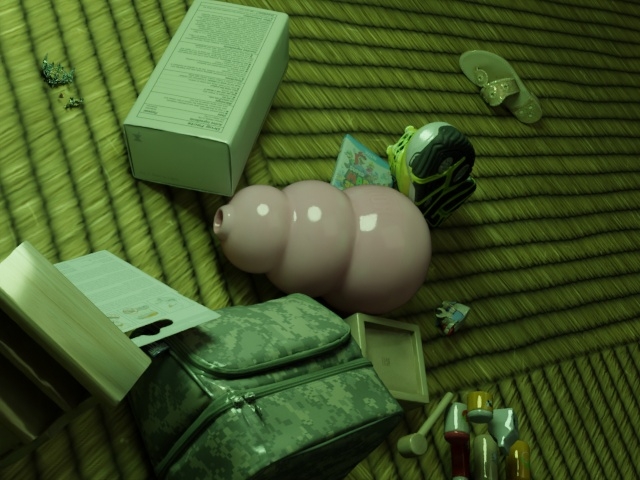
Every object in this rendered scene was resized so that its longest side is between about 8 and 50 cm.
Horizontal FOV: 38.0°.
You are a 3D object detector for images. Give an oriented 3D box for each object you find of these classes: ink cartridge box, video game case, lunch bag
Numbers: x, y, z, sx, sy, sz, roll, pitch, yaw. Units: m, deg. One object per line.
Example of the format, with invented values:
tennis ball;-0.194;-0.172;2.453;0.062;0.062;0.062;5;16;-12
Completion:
ink cartridge box;-0.266;0.092;1.104;0.232;0.066;0.189;28;31;34
video game case;0.073;-0.096;1.637;0.119;0.015;0.166;34;48;-21
lunch bag;-0.086;0.200;1.199;0.305;0.212;0.256;-9;56;-44

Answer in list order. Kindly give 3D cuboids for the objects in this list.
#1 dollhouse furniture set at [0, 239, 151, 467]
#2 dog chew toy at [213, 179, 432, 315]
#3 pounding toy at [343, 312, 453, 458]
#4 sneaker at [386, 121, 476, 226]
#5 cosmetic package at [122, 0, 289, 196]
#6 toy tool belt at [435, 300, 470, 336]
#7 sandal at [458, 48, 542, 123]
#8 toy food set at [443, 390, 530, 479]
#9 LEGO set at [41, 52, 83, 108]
dollhouse furniture set;-0.373;0.221;0.838;0.362;0.256;0.394;46;42;-10
dog chew toy;0.000;0.000;1.394;0.332;0.206;0.206;12;58;-27
pounding toy;0.107;0.234;1.413;0.181;0.094;0.205;14;58;-35
sneaker;0.166;-0.122;1.564;0.147;0.145;0.384;45;-2;13
cosmetic package;-0.161;-0.222;1.396;0.160;0.113;0.309;12;51;9
toy tool belt;0.220;0.133;1.611;0.051;0.052;0.083;31;36;20
sandal;0.393;-0.313;1.990;0.240;0.088;0.079;34;41;-27
toy food set;0.258;0.333;1.460;0.232;0.111;0.104;55;32;-49
LEGO set;-0.374;-0.227;1.330;0.054;0.023;0.083;-12;87;-42
